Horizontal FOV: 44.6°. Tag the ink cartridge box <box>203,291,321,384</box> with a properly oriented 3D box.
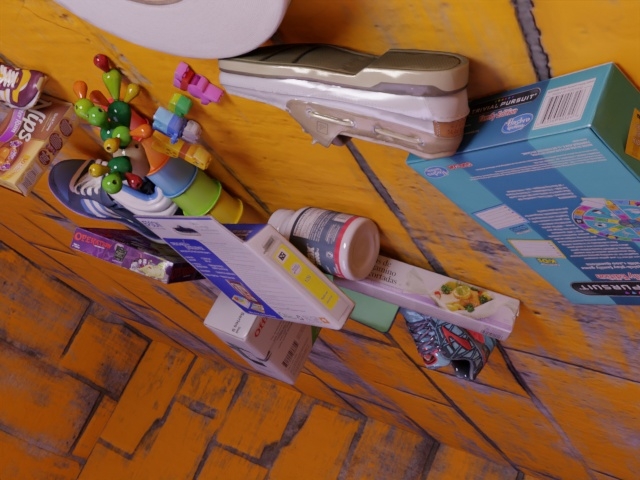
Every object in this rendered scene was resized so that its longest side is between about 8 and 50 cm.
[{"bbox_3d":[-0.112,0.172,1.778,0.121,0.211,0.289,17,159,29],"label":"ink cartridge box"}]

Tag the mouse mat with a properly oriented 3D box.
[{"bbox_3d":[0.065,0.079,1.450,0.189,0.007,0.153,24,117,6],"label":"mouse mat"}]

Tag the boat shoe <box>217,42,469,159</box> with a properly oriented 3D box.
[{"bbox_3d":[0.014,-0.152,0.851,0.302,0.113,0.103,14,123,32],"label":"boat shoe"}]

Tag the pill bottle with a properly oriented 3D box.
[{"bbox_3d":[0.000,0.000,1.329,0.180,0.108,0.108,13,157,35],"label":"pill bottle"}]

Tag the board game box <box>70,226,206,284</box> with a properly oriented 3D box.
[{"bbox_3d":[-0.334,0.028,1.603,0.208,0.056,0.347,15,-177,10],"label":"board game box"}]

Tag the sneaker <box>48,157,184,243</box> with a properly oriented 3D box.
[{"bbox_3d":[-0.407,-0.122,1.521,0.322,0.130,0.236,25,156,9],"label":"sneaker"}]

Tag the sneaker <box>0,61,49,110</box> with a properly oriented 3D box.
[{"bbox_3d":[-0.546,-0.275,1.364,0.185,0.070,0.084,3,156,48],"label":"sneaker"}]

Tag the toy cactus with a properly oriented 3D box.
[{"bbox_3d":[-0.297,-0.157,1.186,0.112,0.219,0.180,-20,155,0],"label":"toy cactus"}]

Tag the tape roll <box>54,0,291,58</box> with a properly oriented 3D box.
[{"bbox_3d":[-0.197,-0.325,0.746,0.391,0.072,0.392,20,160,8],"label":"tape roll"}]

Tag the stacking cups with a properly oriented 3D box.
[{"bbox_3d":[-0.265,-0.122,1.370,0.096,0.096,0.316,8,154,42],"label":"stacking cups"}]

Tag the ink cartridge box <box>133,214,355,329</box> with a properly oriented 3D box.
[{"bbox_3d":[-0.136,0.032,1.350,0.307,0.072,0.303,47,156,-28],"label":"ink cartridge box"}]

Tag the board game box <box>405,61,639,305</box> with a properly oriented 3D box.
[{"bbox_3d":[0.300,-0.039,0.873,0.336,0.079,0.253,36,159,-27],"label":"board game box"}]

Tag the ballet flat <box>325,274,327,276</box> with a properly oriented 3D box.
[{"bbox_3d":[-0.088,0.049,1.592,0.316,0.108,0.106,14,166,35],"label":"ballet flat"}]

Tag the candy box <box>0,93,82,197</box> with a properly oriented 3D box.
[{"bbox_3d":[-0.532,-0.179,1.417,0.109,0.187,0.053,20,158,19],"label":"candy box"}]

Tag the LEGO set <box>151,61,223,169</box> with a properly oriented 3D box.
[{"bbox_3d":[-0.196,-0.164,1.178,0.093,0.087,0.227,28,162,-6],"label":"LEGO set"}]

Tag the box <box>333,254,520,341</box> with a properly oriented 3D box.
[{"bbox_3d":[0.182,0.090,1.366,0.323,0.063,0.067,18,158,11],"label":"box"}]

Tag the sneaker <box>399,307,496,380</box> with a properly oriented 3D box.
[{"bbox_3d":[0.227,0.183,1.492,0.261,0.125,0.104,33,160,-20],"label":"sneaker"}]
